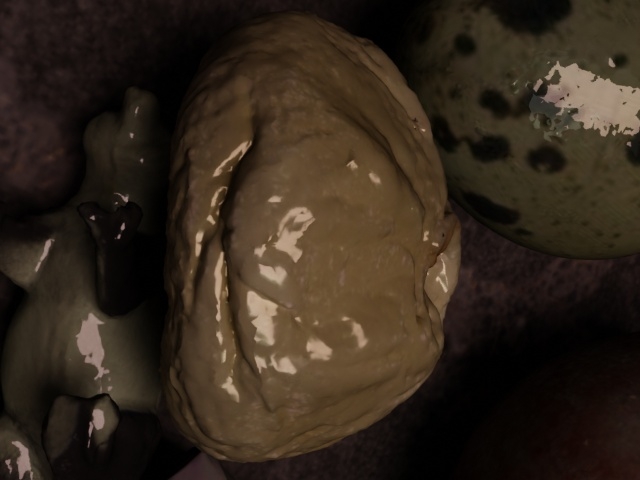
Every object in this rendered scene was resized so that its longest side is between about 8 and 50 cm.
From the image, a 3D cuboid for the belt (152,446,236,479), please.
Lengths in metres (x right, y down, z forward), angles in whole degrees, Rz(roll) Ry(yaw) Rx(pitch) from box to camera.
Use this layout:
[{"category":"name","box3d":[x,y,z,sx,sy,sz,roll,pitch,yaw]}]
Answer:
[{"category":"belt","box3d":[-0.006,0.262,0.651,0.122,0.217,0.338,-43,106,-12]}]

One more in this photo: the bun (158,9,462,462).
[{"category":"bun","box3d":[0.000,0.000,0.571,0.134,0.220,0.220,6,106,7]}]

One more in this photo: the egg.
[{"category":"egg","box3d":[0.134,-0.080,0.651,0.228,0.177,0.177,13,99,-38]}]

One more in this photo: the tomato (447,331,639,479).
[{"category":"tomato","box3d":[0.221,0.207,0.732,0.317,0.282,0.316,-11,114,-27]}]

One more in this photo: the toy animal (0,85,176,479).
[{"category":"toy animal","box3d":[-0.115,0.035,0.588,0.121,0.094,0.225,-8,106,-72]}]
